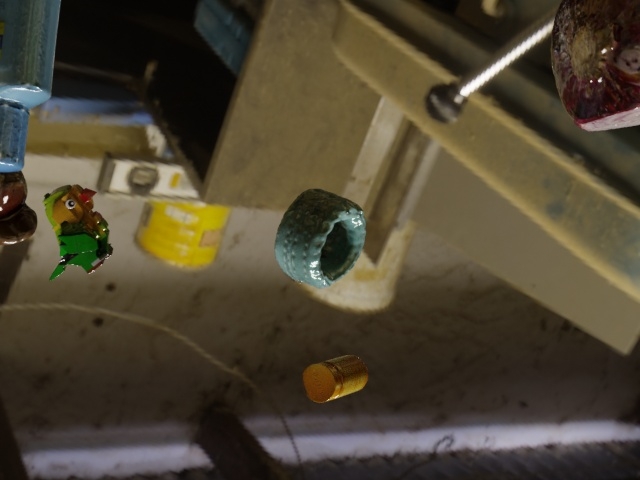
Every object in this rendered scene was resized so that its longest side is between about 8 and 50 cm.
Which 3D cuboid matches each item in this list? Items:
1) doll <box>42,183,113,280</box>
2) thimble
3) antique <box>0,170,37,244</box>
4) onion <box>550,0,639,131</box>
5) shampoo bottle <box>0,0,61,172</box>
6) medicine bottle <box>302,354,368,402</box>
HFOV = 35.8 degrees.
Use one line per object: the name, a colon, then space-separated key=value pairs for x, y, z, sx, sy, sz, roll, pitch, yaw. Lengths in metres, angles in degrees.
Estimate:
doll: x=-0.492 y=-0.020 z=1.983 sx=0.134 sy=0.186 sz=0.106 roll=-7 pitch=-160 yaw=-1
thimble: x=0.000 y=0.000 z=2.371 sx=0.143 sy=0.235 sz=0.198 roll=24 pitch=177 yaw=36
antique: x=-0.555 y=-0.092 z=1.601 sx=0.121 sy=0.144 sz=0.256 roll=-26 pitch=-150 yaw=-27
onion: x=0.476 y=-0.298 z=1.370 sx=0.281 sy=0.260 sz=0.336 roll=-5 pitch=177 yaw=-14
shampoo bottle: x=-0.296 y=-0.194 z=0.948 sx=0.103 sy=0.259 sz=0.061 roll=0 pitch=172 yaw=30
medicine bottle: x=0.038 y=0.340 z=2.450 sx=0.096 sy=0.096 sz=0.192 roll=33 pitch=-165 yaw=24
